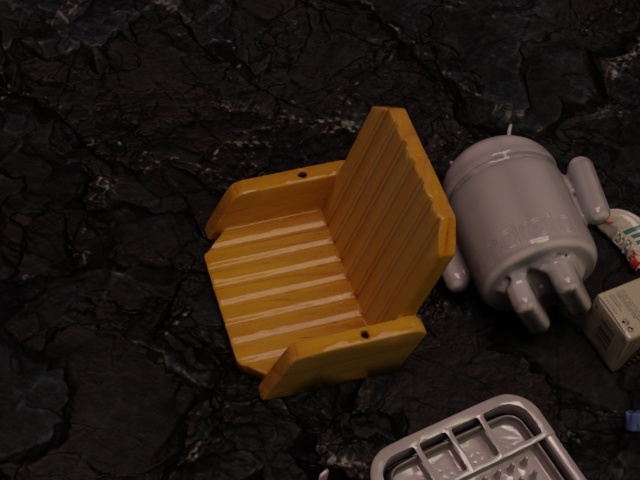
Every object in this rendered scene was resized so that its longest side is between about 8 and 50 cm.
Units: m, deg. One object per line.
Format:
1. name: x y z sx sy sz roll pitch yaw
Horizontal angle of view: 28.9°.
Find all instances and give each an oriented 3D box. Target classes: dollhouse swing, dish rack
1. dollhouse swing: 0.000 0.000 1.896 0.315 0.305 0.346 -12 57 -13
2. dish rack: 0.253 0.405 1.764 0.286 0.072 0.332 -21 58 -20

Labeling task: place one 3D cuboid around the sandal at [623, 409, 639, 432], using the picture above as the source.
1. sandal: 0.571 0.316 1.847 0.138 0.126 0.317 -41 69 12

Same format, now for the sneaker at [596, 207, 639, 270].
1. sneaker: 0.528 0.007 2.088 0.161 0.057 0.075 31 52 14

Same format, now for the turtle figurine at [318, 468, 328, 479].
1. turtle figurine: -0.031 0.468 1.615 0.274 0.198 0.266 49 67 -20

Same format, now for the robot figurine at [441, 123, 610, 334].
1. robot figurine: 0.318 -0.027 2.005 0.300 0.200 0.353 -25 56 8

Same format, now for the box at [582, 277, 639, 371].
1. box: 0.565 0.104 1.988 0.275 0.113 0.094 -20 59 -17
